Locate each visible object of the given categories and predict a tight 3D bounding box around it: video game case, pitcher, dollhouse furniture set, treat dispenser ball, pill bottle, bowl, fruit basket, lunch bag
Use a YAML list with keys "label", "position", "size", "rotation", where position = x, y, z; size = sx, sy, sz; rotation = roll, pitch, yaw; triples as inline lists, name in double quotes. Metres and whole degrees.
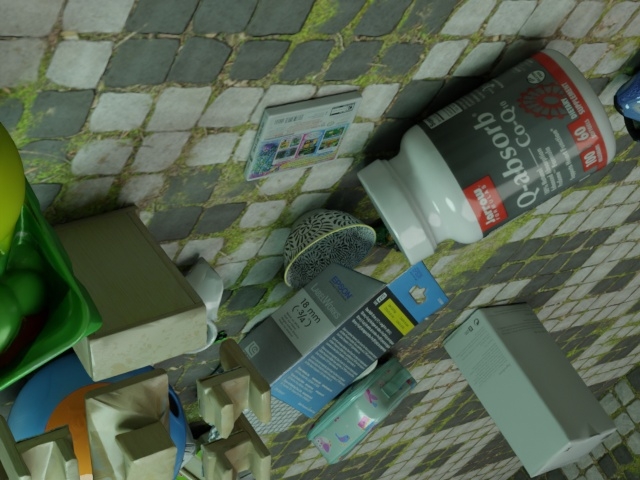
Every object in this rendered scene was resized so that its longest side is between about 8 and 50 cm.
- label: "video game case"
  position: [-0.026, -0.152, 1.567]
  size: [0.157, 0.019, 0.143]
  rotation: [-15, 150, -29]
- label: "pitcher"
  position: [-0.256, 0.138, 1.705]
  size: [0.207, 0.125, 0.178]
  rotation: [-25, 133, -26]
- label: "dollhouse furniture set"
  position: [-0.283, 0.194, 1.510]
  size: [0.362, 0.256, 0.394]
  rotation: [-16, 130, -25]
- label: "treat dispenser ball"
  position: [-0.362, 0.320, 1.746]
  size: [0.288, 0.288, 0.288]
  rotation: [-24, 153, -13]
- label: "pill bottle"
  position: [0.255, -0.124, 1.685]
  size: [0.363, 0.210, 0.210]
  rotation: [-31, 154, 1]
- label: "bowl"
  position: [0.000, 0.000, 1.788]
  size: [0.170, 0.080, 0.170]
  rotation: [-24, 152, -13]
- label: "fruit basket"
  position: [-0.388, -0.019, 1.037]
  size: [0.283, 0.392, 0.392]
  rotation: [-32, 154, 4]
- label: "lunch bag"
  position: [0.099, 0.374, 2.440]
  size: [0.224, 0.108, 0.279]
  rotation: [-48, 172, 22]

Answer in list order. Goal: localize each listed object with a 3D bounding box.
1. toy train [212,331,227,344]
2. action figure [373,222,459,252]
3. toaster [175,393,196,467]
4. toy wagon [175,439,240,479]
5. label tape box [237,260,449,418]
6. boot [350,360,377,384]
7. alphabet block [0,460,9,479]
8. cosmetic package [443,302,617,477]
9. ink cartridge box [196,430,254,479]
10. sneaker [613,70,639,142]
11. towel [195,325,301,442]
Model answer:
- label: "toy train"
  position: [-0.210, 0.189, 1.977]
  size: [0.083, 0.017, 0.024]
  rotation: [-19, 161, -22]
- label: "action figure"
  position: [0.173, -0.014, 1.968]
  size: [0.232, 0.063, 0.137]
  rotation: [-7, 149, -32]
- label: "toaster"
  position: [-0.337, 0.367, 2.013]
  size: [0.129, 0.146, 0.227]
  rotation: [-43, 151, 22]
- label: "toy wagon"
  position: [-0.262, 0.511, 2.239]
  size: [0.344, 0.267, 0.068]
  rotation: [-49, -176, 32]
- label: "label tape box"
  position: [0.042, 0.143, 1.860]
  size: [0.333, 0.106, 0.240]
  rotation: [-41, 153, 0]
- label: "boot"
  position: [0.041, 0.297, 2.379]
  size: [0.190, 0.069, 0.086]
  rotation: [-24, 161, 5]
- label: "alphabet block"
  position: [-0.620, 0.510, 1.916]
  size: [0.192, 0.197, 0.193]
  rotation: [-26, 154, -7]
- label: "cosmetic package"
  position: [0.494, 0.345, 2.550]
  size: [0.217, 0.385, 0.156]
  rotation: [-1, 141, -44]
- label: "ink cartridge box"
  position: [-0.228, 0.502, 2.358]
  size: [0.127, 0.128, 0.176]
  rotation: [-14, 150, -52]
- label: "sneaker"
  position: [0.635, -0.250, 1.983]
  size: [0.147, 0.130, 0.330]
  rotation: [-30, 154, 33]
- label: "towel"
  position: [-0.089, 0.270, 2.133]
  size: [0.235, 0.121, 0.284]
  rotation: [1, 139, -49]
